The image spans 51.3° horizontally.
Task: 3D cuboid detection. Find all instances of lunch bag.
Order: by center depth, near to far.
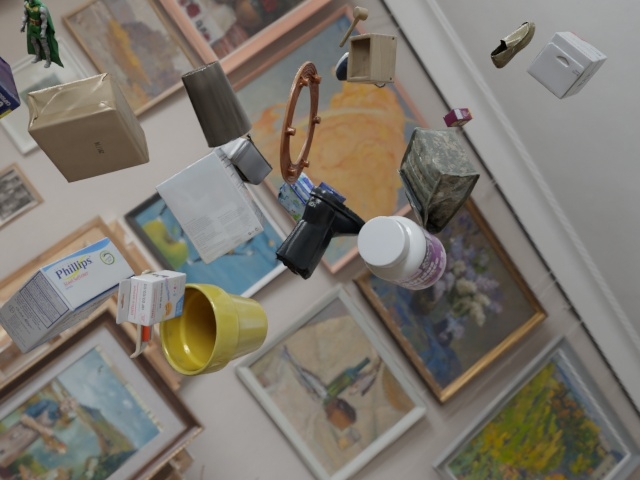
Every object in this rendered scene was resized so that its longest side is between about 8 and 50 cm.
[{"bbox_3d":[0.019,-0.118,1.887,0.067,0.065,0.098,42,10,28],"label":"lunch bag"},{"bbox_3d":[0.359,-0.187,2.168,0.287,0.169,0.235,109,-28,-44],"label":"lunch bag"},{"bbox_3d":[-0.074,-0.168,2.827,0.219,0.090,0.176,52,-44,8],"label":"lunch bag"}]

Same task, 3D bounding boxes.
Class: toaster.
[{"bbox_3d":[-0.286,-0.287,2.358,0.168,0.110,0.185,14,-28,43],"label":"toaster"}]

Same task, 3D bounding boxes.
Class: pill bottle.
[{"bbox_3d":[0.211,0.031,1.744,0.169,0.169,0.301,44,10,27],"label":"pill bottle"}]

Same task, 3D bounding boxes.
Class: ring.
[{"bbox_3d":[-0.045,-0.316,1.821,0.032,0.336,0.336,13,-25,10],"label":"ring"}]

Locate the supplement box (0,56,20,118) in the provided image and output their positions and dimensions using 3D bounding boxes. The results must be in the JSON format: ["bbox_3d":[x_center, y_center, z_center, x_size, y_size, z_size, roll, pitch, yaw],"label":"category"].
[{"bbox_3d":[-0.890,-0.316,1.484,0.195,0.356,0.194,56,0,39],"label":"supplement box"}]

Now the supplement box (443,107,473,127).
[{"bbox_3d":[0.463,-0.413,2.240,0.055,0.083,0.043,-35,-109,50],"label":"supplement box"}]

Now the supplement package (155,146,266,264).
[{"bbox_3d":[-0.312,-0.107,1.954,0.262,0.199,0.198,59,4,-11],"label":"supplement package"}]

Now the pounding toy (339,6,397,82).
[{"bbox_3d":[0.136,-0.551,1.892,0.181,0.094,0.206,19,-72,59],"label":"pounding toy"}]

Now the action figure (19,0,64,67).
[{"bbox_3d":[-0.849,-0.637,2.002,0.137,0.063,0.232,19,-46,9],"label":"action figure"}]

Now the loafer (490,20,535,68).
[{"bbox_3d":[0.520,-0.535,1.808,0.050,0.148,0.056,25,24,-32],"label":"loafer"}]

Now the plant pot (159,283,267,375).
[{"bbox_3d":[-0.291,0.249,1.913,0.254,0.254,0.239,43,23,31],"label":"plant pot"}]

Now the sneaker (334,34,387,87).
[{"bbox_3d":[0.137,-0.538,2.121,0.086,0.226,0.163,32,44,-38],"label":"sneaker"}]

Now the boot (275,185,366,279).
[{"bbox_3d":[0.000,0.000,1.644,0.094,0.207,0.246,28,-4,32],"label":"boot"}]

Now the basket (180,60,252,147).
[{"bbox_3d":[-0.327,-0.427,2.069,0.204,0.154,0.227,-93,162,-68],"label":"basket"}]

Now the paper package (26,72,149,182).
[{"bbox_3d":[-0.789,-0.374,2.277,0.325,0.309,0.168,79,-5,-62],"label":"paper package"}]

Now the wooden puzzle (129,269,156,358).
[{"bbox_3d":[-0.482,0.202,1.852,0.221,0.044,0.238,156,-59,-80],"label":"wooden puzzle"}]

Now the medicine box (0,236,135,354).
[{"bbox_3d":[-0.729,0.155,1.912,0.289,0.263,0.149,-35,-88,31],"label":"medicine box"}]

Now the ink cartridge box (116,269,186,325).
[{"bbox_3d":[-0.385,0.133,1.528,0.061,0.104,0.181,9,8,20],"label":"ink cartridge box"}]

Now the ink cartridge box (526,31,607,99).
[{"bbox_3d":[0.664,-0.474,1.796,0.128,0.176,0.127,45,-55,15],"label":"ink cartridge box"}]
